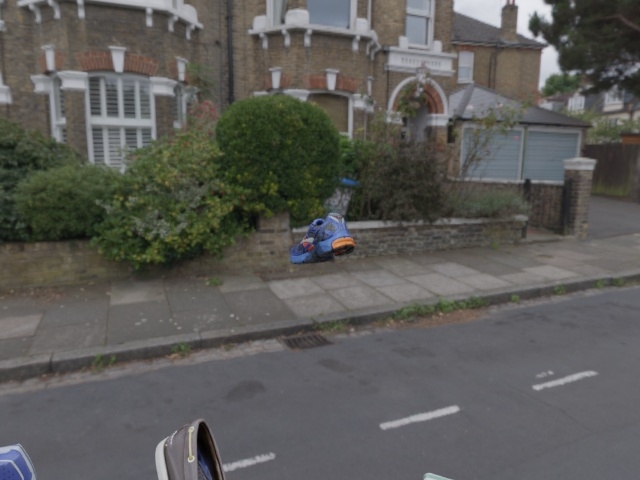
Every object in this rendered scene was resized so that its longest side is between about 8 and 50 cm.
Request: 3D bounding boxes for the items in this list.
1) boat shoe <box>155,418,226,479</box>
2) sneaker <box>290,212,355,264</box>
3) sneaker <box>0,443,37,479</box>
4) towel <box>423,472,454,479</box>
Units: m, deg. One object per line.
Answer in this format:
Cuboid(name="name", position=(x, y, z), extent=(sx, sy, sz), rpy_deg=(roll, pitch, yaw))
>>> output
Cuboid(name="boat shoe", position=(-0.201, 0.480, 0.814), extent=(0.116, 0.096, 0.324), rpy_deg=(42, 12, -51))
Cuboid(name="sneaker", position=(0.000, 0.000, 0.985), extent=(0.083, 0.087, 0.221), rpy_deg=(0, -12, -33))
Cuboid(name="sneaker", position=(-0.398, 0.427, 0.548), extent=(0.127, 0.316, 0.182), rpy_deg=(0, 10, -41))
Cuboid(name="towel", position=(0.214, 0.435, 0.715), extent=(0.113, 0.023, 0.152), rpy_deg=(10, 15, 12))
